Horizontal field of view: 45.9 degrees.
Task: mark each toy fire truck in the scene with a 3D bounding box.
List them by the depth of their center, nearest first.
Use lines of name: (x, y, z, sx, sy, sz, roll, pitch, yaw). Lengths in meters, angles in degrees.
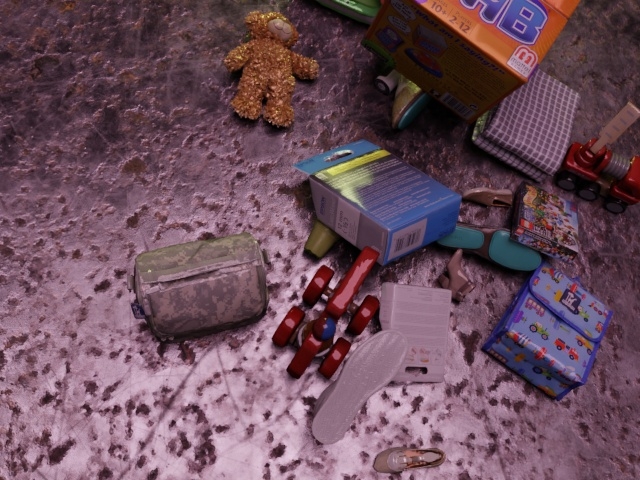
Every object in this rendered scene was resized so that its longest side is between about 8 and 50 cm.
toy fire truck: (0.021, 0.167, 1.705, 0.169, 0.254, 0.302, 33, 70, 5)
toy fire truck: (0.757, -0.212, 1.935, 0.217, 0.246, 0.158, 27, 70, 3)

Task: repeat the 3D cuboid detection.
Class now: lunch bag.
lunch bag: (-0.268, 0.094, 1.694, 0.305, 0.256, 0.213, -12, 73, -11)
lunch bag: (0.573, 0.201, 1.849, 0.221, 0.138, 0.293, 35, 58, 7)

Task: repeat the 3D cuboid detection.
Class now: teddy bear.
teddy bear: (-0.131, -0.457, 1.983, 0.245, 0.113, 0.338, 25, 70, 0)

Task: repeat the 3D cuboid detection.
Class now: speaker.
speaker: (0.208, -0.461, 2.056, 0.055, 0.055, 0.136, 40, 71, 7)
speaker: (0.085, -0.690, 2.084, 0.296, 0.131, 0.131, 25, 70, 2)

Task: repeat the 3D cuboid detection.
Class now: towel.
towel: (0.552, -0.331, 2.002, 0.235, 0.121, 0.284, 27, 69, -9)

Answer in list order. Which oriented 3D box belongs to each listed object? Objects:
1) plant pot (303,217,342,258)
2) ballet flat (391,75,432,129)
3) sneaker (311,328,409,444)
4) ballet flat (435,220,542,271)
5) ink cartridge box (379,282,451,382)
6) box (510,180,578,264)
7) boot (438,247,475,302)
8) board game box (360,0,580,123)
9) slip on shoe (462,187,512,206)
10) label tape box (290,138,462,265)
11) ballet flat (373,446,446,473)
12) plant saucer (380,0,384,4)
plant pot: (0.000, 0.000, 1.861, 0.083, 0.083, 0.079, 33, 81, 5)
ballet flat: (0.277, -0.424, 2.023, 0.123, 0.123, 0.348, 45, 67, 9)
sneaker: (0.078, 0.312, 1.701, 0.108, 0.169, 0.292, 41, 87, -1)
ballet flat: (0.417, -0.002, 1.896, 0.280, 0.096, 0.095, 19, 107, 3)
ink cartridge box: (0.221, 0.219, 1.794, 0.181, 0.056, 0.225, 8, 87, -32)
box: (0.565, -0.049, 1.898, 0.159, 0.044, 0.233, 25, 36, 1)
boot: (0.345, 0.090, 1.860, 0.087, 0.118, 0.042, 41, 32, 25)
board game box: (0.365, -0.558, 1.789, 0.356, 0.356, 0.356, 35, 81, -4)
slip on shoe: (0.436, -0.108, 1.965, 0.135, 0.051, 0.041, 2, 68, -15)
label tape box: (0.127, -0.104, 1.836, 0.249, 0.115, 0.347, -24, 43, -34)
ballet flat: (0.205, 0.495, 1.721, 0.168, 0.052, 0.057, -6, 72, -9)
plant saucer: (0.277, -0.644, 2.039, 0.259, 0.047, 0.258, -35, 104, -34)
